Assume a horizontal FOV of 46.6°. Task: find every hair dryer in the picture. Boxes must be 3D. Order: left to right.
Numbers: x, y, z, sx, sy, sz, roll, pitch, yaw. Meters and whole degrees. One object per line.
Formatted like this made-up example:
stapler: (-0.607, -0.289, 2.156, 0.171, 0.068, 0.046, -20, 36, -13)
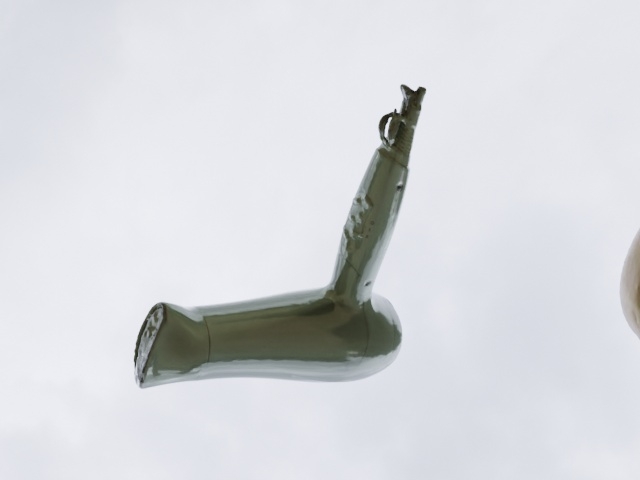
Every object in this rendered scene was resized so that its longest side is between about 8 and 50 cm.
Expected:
hair dryer: (0.000, 0.000, 0.498, 0.075, 0.206, 0.237, 45, -61, 41)

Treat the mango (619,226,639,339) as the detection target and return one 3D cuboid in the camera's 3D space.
mango: (0.294, -0.008, 0.482, 0.136, 0.099, 0.227, 43, -93, -7)
